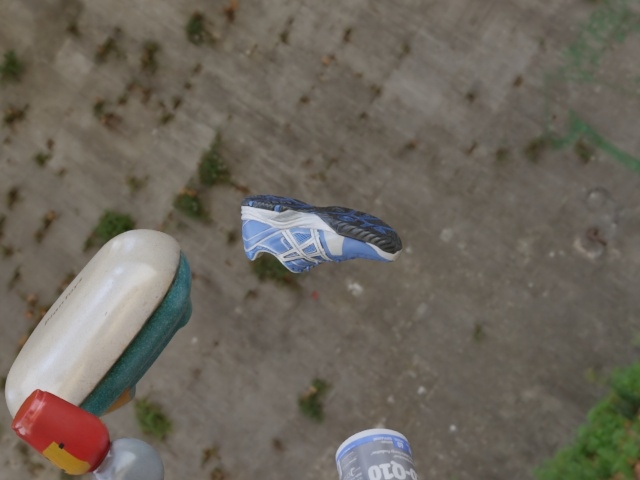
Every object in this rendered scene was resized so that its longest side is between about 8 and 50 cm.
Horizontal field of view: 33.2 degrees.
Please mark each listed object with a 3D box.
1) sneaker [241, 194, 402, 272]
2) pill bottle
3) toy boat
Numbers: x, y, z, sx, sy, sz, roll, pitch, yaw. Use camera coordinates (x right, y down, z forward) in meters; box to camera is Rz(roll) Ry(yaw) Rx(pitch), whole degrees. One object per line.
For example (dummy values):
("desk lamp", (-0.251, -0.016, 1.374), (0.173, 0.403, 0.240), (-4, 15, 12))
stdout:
("sneaker", (0.000, 0.000, 1.325), (0.080, 0.211, 0.081), (-23, -57, -66))
("pill bottle", (0.063, 0.259, 1.043), (0.137, 0.078, 0.078), (-103, 31, -45))
("toy boat", (-0.219, 0.143, 1.095), (0.267, 0.148, 0.318), (-47, 19, 16))
